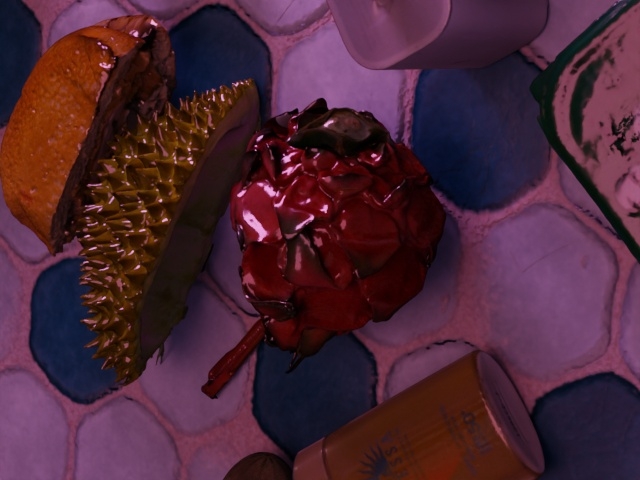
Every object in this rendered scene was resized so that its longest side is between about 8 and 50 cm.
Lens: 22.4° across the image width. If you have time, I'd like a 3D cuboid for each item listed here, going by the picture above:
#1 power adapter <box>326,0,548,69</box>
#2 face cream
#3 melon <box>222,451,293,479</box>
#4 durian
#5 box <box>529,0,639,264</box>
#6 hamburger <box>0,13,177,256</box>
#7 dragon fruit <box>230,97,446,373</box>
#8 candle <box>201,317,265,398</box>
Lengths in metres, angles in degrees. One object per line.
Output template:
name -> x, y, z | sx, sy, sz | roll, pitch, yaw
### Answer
power adapter -> 0.080, -0.253, 1.489 | 0.124, 0.255, 0.187 | -29, 79, 35
face cream -> 0.086, 0.233, 1.648 | 0.285, 0.067, 0.139 | -34, 74, 31
melon -> -0.068, 0.292, 1.738 | 0.098, 0.098, 0.130 | 10, 98, 32
durian -> -0.164, -0.002, 1.714 | 0.157, 0.169, 0.355 | 42, 116, 48
box -> 0.378, -0.131, 1.395 | 0.337, 0.106, 0.264 | -43, 72, 30
hamburger -> -0.259, -0.134, 1.792 | 0.156, 0.144, 0.283 | 38, 113, 35
dragon fruit -> 0.000, 0.000, 1.606 | 0.234, 0.234, 0.293 | 45, 131, 21
candle -> -0.079, 0.112, 1.770 | 0.026, 0.021, 0.167 | 50, 119, 18
